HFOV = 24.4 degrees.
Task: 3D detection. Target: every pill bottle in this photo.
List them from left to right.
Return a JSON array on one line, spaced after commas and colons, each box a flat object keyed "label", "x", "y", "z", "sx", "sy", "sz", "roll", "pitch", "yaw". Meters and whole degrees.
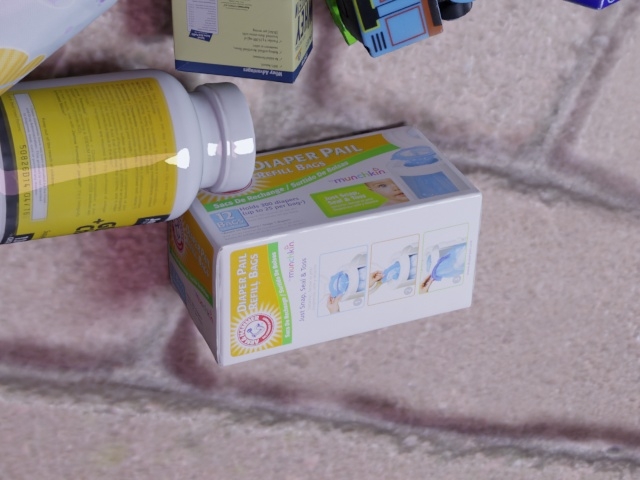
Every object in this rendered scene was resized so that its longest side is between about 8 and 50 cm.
[{"label": "pill bottle", "x": -0.141, "y": -0.058, "z": 0.970, "sx": 0.184, "sy": 0.103, "sz": 0.103, "roll": -9, "pitch": 123, "yaw": -23}]

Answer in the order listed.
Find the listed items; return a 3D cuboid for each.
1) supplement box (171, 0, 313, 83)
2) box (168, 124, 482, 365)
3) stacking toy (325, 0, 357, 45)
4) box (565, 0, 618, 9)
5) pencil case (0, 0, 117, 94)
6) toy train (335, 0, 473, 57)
[{"label": "supplement box", "x": -0.050, "y": -0.155, "z": 0.965, "sx": 0.083, "sy": 0.056, "sz": 0.083, "roll": 8, "pitch": 124, "yaw": 11}, {"label": "box", "x": 0.000, "y": 0.000, "z": 1.077, "sx": 0.203, "sy": 0.114, "sz": 0.103, "roll": -12, "pitch": 126, "yaw": -21}, {"label": "stacking toy", "x": 0.046, "y": -0.260, "z": 0.984, "sx": 0.167, "sy": 0.052, "sz": 0.221, "roll": -32, "pitch": 131, "yaw": -5}, {"label": "box", "x": 0.207, "y": -0.246, "z": 1.033, "sx": 0.126, "sy": 0.072, "sz": 0.137, "roll": -29, "pitch": 136, "yaw": -48}, {"label": "pencil case", "x": -0.226, "y": -0.135, "z": 0.865, "sx": 0.273, "sy": 0.113, "sz": 0.124, "roll": -40, "pitch": 90, "yaw": -1}, {"label": "toy train", "x": 0.047, "y": -0.209, "z": 0.935, "sx": 0.105, "sy": 0.080, "sz": 0.184, "roll": -23, "pitch": 131, "yaw": -5}]
